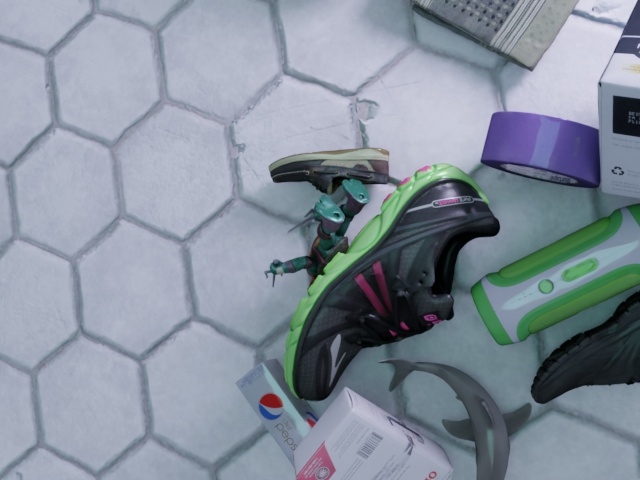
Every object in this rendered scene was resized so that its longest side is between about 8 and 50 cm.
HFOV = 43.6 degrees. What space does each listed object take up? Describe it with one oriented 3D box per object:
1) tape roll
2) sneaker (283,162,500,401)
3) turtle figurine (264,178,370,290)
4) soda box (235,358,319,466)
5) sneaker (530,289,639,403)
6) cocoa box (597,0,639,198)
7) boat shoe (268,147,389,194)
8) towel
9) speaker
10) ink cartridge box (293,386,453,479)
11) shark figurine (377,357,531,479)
[{"bbox_3d":[0.355,-0.143,1.268,0.189,0.189,0.080,14,91,18],"label":"tape roll"},{"bbox_3d":[0.113,0.096,1.340,0.202,0.185,0.482,41,101,19],"label":"sneaker"},{"bbox_3d":[0.000,0.000,1.408,0.118,0.175,0.234,31,137,-1],"label":"turtle figurine"},{"bbox_3d":[-0.055,0.320,1.440,0.069,0.074,0.216,-40,76,12],"label":"soda box"},{"bbox_3d":[0.466,0.187,1.266,0.286,0.109,0.130,-37,83,15],"label":"sneaker"},{"bbox_3d":[0.590,-0.188,1.106,0.347,0.231,0.228,14,58,29],"label":"cocoa box"},{"bbox_3d":[0.015,-0.119,1.435,0.224,0.080,0.073,-6,81,13],"label":"boat shoe"},{"bbox_3d":[0.318,-0.493,1.377,0.312,0.056,0.324,35,96,13],"label":"towel"},{"bbox_3d":[0.397,0.057,1.278,0.297,0.131,0.131,-29,79,15],"label":"speaker"},{"bbox_3d":[0.087,0.371,1.335,0.218,0.092,0.158,35,100,-14],"label":"ink cartridge box"},{"bbox_3d":[0.238,0.264,1.318,0.166,0.116,0.278,-41,73,-4],"label":"shark figurine"}]
